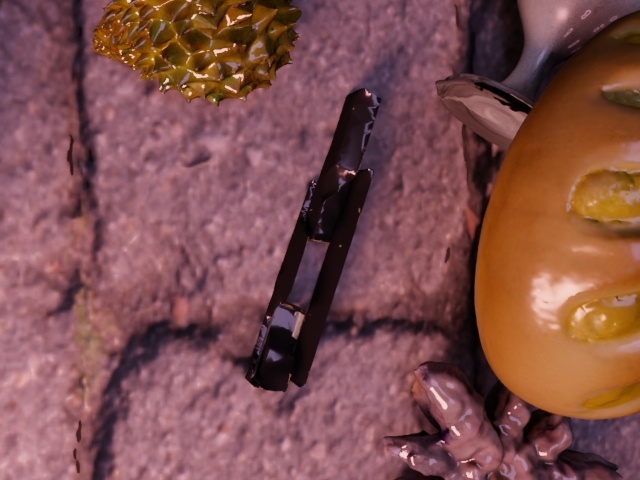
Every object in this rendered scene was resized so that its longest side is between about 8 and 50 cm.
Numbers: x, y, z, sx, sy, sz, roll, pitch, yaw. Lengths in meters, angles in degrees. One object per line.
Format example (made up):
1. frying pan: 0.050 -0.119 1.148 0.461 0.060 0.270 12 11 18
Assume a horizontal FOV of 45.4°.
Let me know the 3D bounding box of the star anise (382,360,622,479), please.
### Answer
1. star anise: 0.134 0.195 0.631 0.229 0.093 0.237 -25 100 -15

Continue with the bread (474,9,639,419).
1. bread: 0.247 -0.015 0.555 0.333 0.160 0.333 -28 130 -40

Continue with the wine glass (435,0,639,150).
1. wine glass: 0.205 -0.193 0.628 0.126 0.126 0.241 34 85 -15

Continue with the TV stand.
1. TV stand: 0.000 0.000 0.616 0.042 0.036 0.249 20 85 -15

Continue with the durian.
1. durian: -0.061 -0.163 0.552 0.186 0.119 0.108 -35 96 -14
